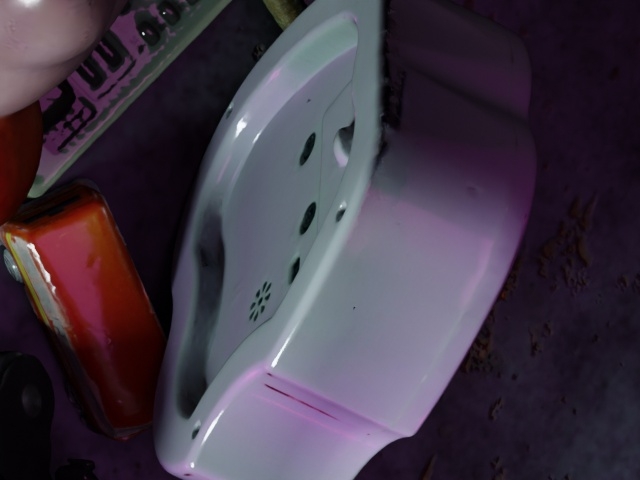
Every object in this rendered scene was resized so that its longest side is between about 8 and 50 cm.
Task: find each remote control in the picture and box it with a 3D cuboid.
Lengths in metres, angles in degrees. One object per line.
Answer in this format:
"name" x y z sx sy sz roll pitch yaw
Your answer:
"remote control" -0.135 -0.164 1.299 0.285 0.038 0.123 -45 109 -12

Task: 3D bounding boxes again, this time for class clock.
"clock" 0.000 0.000 1.213 0.102 0.338 0.339 24 86 -19

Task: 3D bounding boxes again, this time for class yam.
"yam" -0.018 -0.147 1.341 0.129 0.033 0.027 58 34 -41

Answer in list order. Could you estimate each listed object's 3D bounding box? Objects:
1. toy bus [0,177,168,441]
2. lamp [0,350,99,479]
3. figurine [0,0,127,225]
"toy bus" -0.146 0.051 1.295 0.079 0.077 0.174 -27 104 -17
"lamp" -0.233 0.263 1.175 0.374 0.205 0.272 -57 135 -53
"figurine" -0.218 -0.186 1.162 0.269 0.261 0.211 39 47 -8
